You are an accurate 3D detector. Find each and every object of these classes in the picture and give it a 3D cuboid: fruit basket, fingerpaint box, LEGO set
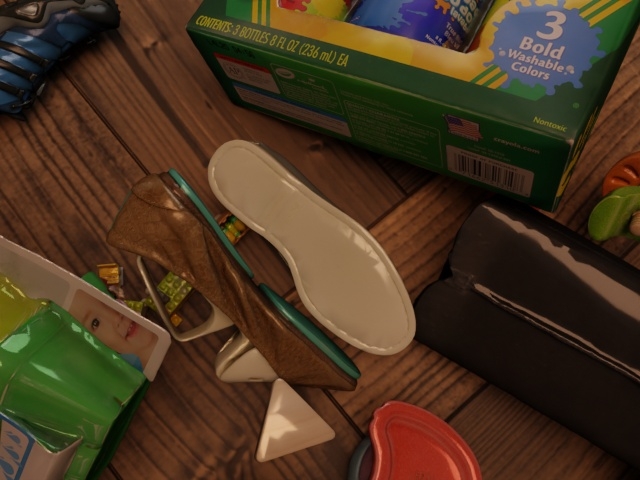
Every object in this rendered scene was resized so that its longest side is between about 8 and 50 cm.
[{"bbox_3d":[-0.348,0.118,0.520,0.353,0.165,0.327,28,117,-8],"label":"fruit basket"},{"bbox_3d":[0.132,-0.291,0.657,0.445,0.163,0.370,24,76,23],"label":"fingerpaint box"},{"bbox_3d":[-0.215,0.046,0.656,0.287,0.107,0.132,-16,79,-7],"label":"LEGO set"}]

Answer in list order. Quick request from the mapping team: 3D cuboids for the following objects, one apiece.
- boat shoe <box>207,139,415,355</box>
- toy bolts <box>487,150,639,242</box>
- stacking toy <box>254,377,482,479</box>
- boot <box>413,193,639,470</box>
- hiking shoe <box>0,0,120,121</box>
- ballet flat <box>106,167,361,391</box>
[{"bbox_3d":[0.000,0.000,0.682,0.319,0.099,0.116,45,105,8],"label":"boat shoe"},{"bbox_3d":[0.325,-0.039,0.713,0.229,0.218,0.158,26,47,19],"label":"toy bolts"},{"bbox_3d":[0.011,0.319,0.608,0.280,0.130,0.308,26,66,-3],"label":"stacking toy"},{"bbox_3d":[0.288,0.204,0.628,0.445,0.146,0.366,32,102,11],"label":"boot"},{"bbox_3d":[-0.394,-0.224,0.721,0.304,0.113,0.132,-27,111,-16],"label":"hiking shoe"},{"bbox_3d":[-0.099,0.079,0.620,0.124,0.116,0.342,-42,113,-4],"label":"ballet flat"}]
